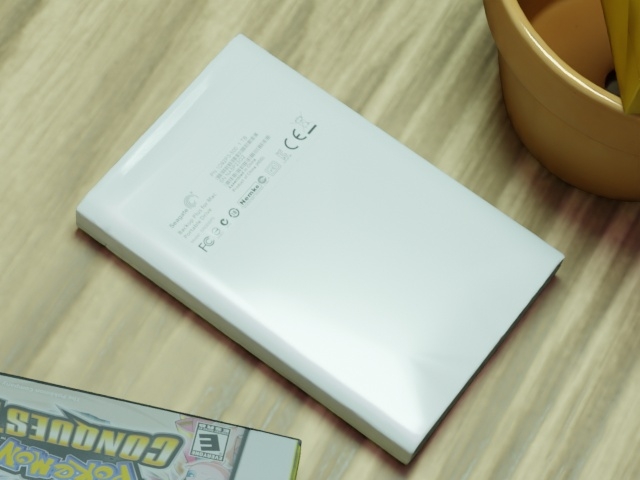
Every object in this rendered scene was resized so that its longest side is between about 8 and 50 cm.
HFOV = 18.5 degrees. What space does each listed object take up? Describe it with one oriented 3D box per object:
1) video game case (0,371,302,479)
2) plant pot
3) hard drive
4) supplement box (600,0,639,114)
[{"bbox_3d":[-0.163,0.195,1.300,0.275,0.035,0.248,13,38,0],"label":"video game case"},{"bbox_3d":[0.255,-0.161,1.486,0.291,0.203,0.290,2,64,-5],"label":"plant pot"},{"bbox_3d":[0.000,0.000,1.468,0.307,0.040,0.203,35,65,11],"label":"hard drive"},{"bbox_3d":[0.297,-0.201,1.325,0.194,0.129,0.191,-4,64,-8],"label":"supplement box"}]
